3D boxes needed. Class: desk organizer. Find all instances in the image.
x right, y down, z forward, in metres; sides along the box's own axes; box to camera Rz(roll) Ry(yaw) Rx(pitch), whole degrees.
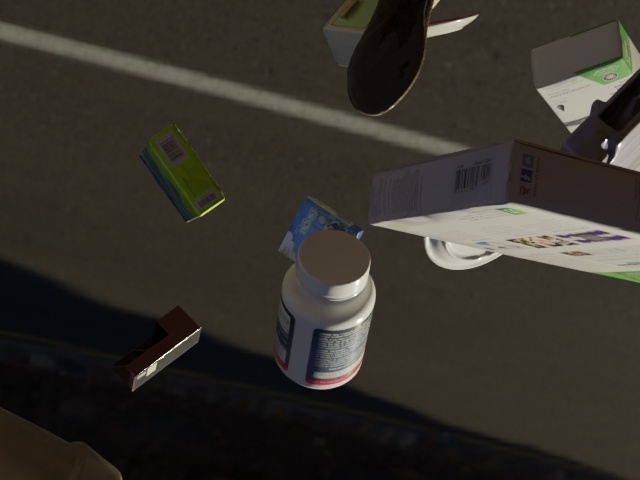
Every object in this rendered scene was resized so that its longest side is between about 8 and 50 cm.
[{"bbox_3d":[-0.238,0.155,1.844,0.050,0.130,0.047,43,147,16],"label":"desk organizer"}]

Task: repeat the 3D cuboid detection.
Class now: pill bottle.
[{"bbox_3d":[0.006,0.077,1.455,0.108,0.108,0.180,8,138,-1],"label":"pill bottle"}]

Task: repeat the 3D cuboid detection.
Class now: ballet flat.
[{"bbox_3d":[0.093,-0.265,1.545,0.084,0.250,0.058,18,171,-7],"label":"ballet flat"}]

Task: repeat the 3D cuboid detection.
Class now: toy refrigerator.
[{"bbox_3d":[0.126,-0.429,2.289,0.102,0.269,0.094,14,144,38],"label":"toy refrigerator"}]

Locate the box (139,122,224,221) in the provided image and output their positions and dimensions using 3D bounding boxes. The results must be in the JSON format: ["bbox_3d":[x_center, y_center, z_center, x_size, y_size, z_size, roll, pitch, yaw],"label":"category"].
[{"bbox_3d":[-0.171,-0.079,1.549,0.109,0.042,0.178,56,169,-5],"label":"box"}]

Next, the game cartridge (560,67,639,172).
[{"bbox_3d":[0.394,-0.162,1.452,0.068,0.355,0.230,42,166,16],"label":"game cartridge"}]

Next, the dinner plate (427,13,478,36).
[{"bbox_3d":[0.137,-0.275,1.662,0.141,0.017,0.141,-11,-168,2],"label":"dinner plate"}]

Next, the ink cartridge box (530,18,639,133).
[{"bbox_3d":[0.484,-0.267,2.216,0.160,0.092,0.219,-18,145,27],"label":"ink cartridge box"}]

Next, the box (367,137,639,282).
[{"bbox_3d":[0.235,-0.017,1.122,0.322,0.058,0.232,13,171,-24],"label":"box"}]

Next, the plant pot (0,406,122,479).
[{"bbox_3d":[-0.449,0.313,1.538,0.280,0.323,0.323,46,146,-15],"label":"plant pot"}]

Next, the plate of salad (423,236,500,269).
[{"bbox_3d":[0.241,-0.038,1.926,0.200,0.048,0.200,-16,136,-16],"label":"plate of salad"}]

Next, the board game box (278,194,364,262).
[{"bbox_3d":[0.000,0.000,1.721,0.090,0.090,0.020,34,-157,15],"label":"board game box"}]
